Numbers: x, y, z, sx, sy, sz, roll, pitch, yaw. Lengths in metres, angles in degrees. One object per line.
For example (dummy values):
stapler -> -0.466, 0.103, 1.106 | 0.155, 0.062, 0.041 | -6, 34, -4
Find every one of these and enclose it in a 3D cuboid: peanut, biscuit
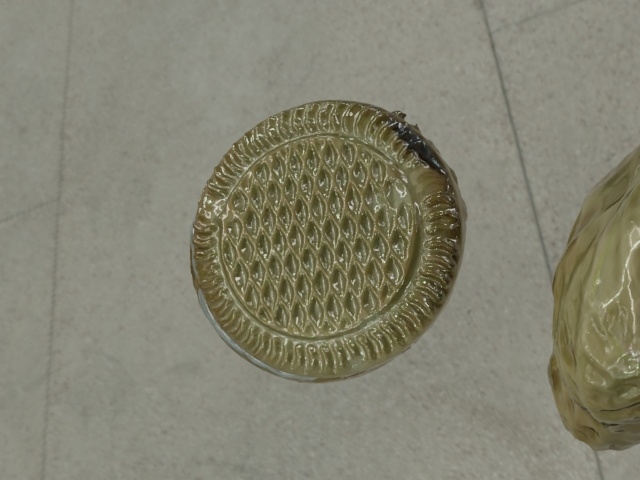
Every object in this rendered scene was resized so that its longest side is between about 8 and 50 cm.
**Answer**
peanut -> 0.199, 0.035, 0.588 | 0.110, 0.233, 0.196 | 20, 68, 22
biscuit -> 0.000, 0.000, 0.829 | 0.259, 0.079, 0.259 | -3, 81, 19
